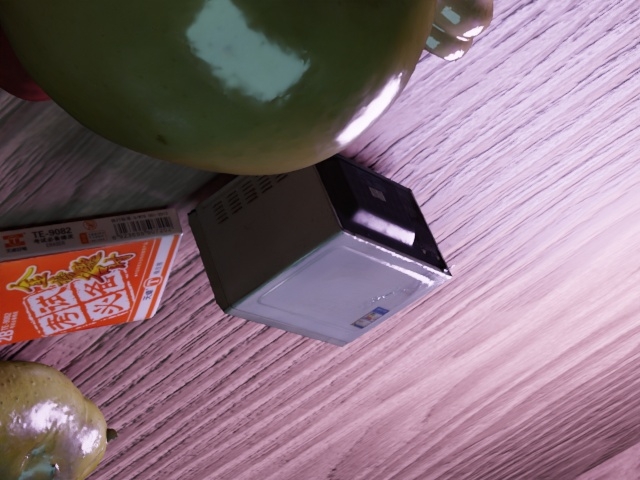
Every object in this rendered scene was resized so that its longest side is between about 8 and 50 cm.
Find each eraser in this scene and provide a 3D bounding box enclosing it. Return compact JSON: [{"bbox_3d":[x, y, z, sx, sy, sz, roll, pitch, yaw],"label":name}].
[{"bbox_3d":[-0.253,0.040,1.223,0.230,0.038,0.157,-9,151,-24],"label":"eraser"}]

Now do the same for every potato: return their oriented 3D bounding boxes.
[{"bbox_3d":[-0.332,0.198,1.342,0.169,0.143,0.248,-42,148,15],"label":"potato"}]

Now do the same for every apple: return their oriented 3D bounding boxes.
[{"bbox_3d":[-0.062,-0.167,0.760,0.262,0.262,0.262,-17,153,-9],"label":"apple"}]

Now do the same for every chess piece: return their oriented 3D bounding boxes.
[{"bbox_3d":[0.125,-0.225,0.976,0.094,0.094,0.170,10,131,-47],"label":"chess piece"}]

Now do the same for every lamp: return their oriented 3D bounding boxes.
[{"bbox_3d":[-0.184,-0.140,0.888,0.101,0.090,0.101,-45,179,-1],"label":"lamp"}]

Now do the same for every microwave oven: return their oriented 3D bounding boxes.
[{"bbox_3d":[0.000,0.000,1.239,0.163,0.129,0.205,-35,151,21],"label":"microwave oven"}]
